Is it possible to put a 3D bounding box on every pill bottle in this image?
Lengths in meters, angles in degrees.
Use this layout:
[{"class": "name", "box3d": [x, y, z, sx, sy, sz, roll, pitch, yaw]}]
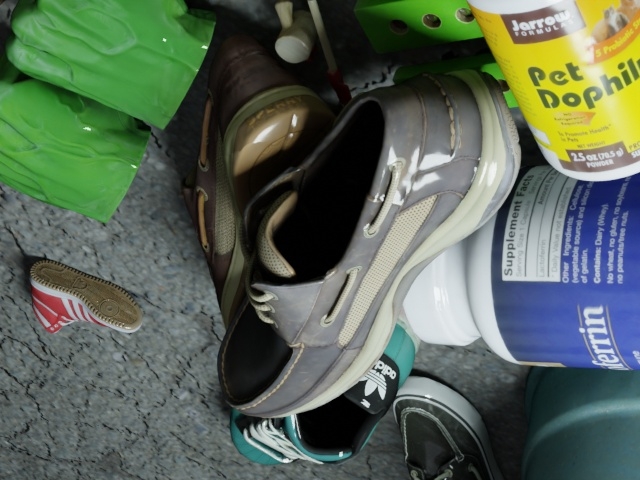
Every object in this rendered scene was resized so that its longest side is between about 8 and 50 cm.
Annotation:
[{"class": "pill bottle", "box3d": [0.165, -0.150, 1.173, 0.117, 0.117, 0.215, -5, 134, 33]}, {"class": "pill bottle", "box3d": [0.201, 0.019, 1.328, 0.265, 0.153, 0.153, 1, 137, 29]}]

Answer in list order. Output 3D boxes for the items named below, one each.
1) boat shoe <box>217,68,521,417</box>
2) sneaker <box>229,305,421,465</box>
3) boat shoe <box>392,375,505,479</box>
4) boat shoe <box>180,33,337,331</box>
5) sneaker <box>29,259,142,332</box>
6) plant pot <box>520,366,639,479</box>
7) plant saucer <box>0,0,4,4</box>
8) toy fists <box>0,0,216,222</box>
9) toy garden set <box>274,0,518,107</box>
[{"class": "boat shoe", "box3d": [0.000, 0.000, 1.306, 0.130, 0.132, 0.355, 7, 134, -33]}, {"class": "sneaker", "box3d": [-0.015, 0.153, 1.632, 0.108, 0.121, 0.302, 32, 142, -9]}, {"class": "boat shoe", "box3d": [0.122, 0.215, 1.673, 0.078, 0.070, 0.219, -4, 135, 32]}, {"class": "boat shoe", "box3d": [-0.050, -0.034, 1.451, 0.123, 0.123, 0.342, 57, 164, 29]}, {"class": "sneaker", "box3d": [-0.225, 0.068, 1.709, 0.118, 0.042, 0.067, 27, 139, 10]}, {"class": "plant pot", "box3d": [0.290, 0.293, 1.460, 0.341, 0.334, 0.341, 15, 143, 12]}, {"class": "plant saucer", "box3d": [-0.363, -0.265, 1.390, 0.278, 0.041, 0.278, 15, 141, 13]}, {"class": "toy fists", "box3d": [-0.191, -0.127, 1.419, 0.142, 0.096, 0.279, 22, 142, -14]}, {"class": "toy garden set", "box3d": [0.029, -0.188, 1.263, 0.204, 0.049, 0.244, -6, 134, 31]}]
